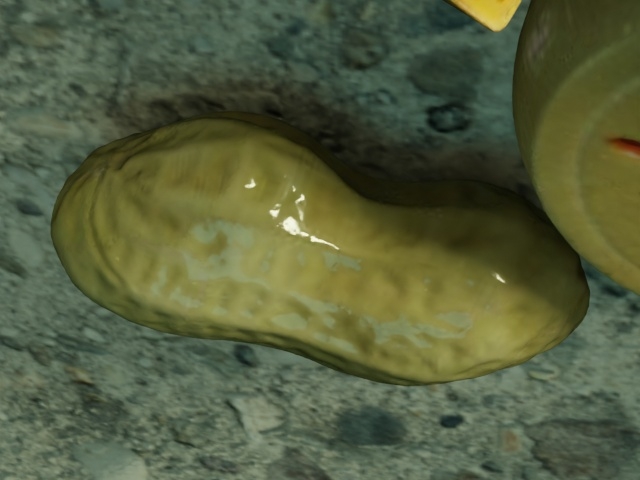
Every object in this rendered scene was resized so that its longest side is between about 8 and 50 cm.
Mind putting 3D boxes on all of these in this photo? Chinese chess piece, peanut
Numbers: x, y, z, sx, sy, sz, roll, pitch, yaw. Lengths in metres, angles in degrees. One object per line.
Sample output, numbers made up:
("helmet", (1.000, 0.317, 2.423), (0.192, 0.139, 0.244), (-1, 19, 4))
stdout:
("Chinese chess piece", (0.204, -0.056, 0.795), (0.251, 0.097, 0.251), (10, 147, 7))
("peanut", (0.000, 0.000, 0.968), (0.274, 0.111, 0.125), (11, 131, 3))

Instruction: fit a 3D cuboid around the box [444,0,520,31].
("box", (0.043, -0.209, 0.452), (0.174, 0.274, 0.076), (37, -174, 32))
